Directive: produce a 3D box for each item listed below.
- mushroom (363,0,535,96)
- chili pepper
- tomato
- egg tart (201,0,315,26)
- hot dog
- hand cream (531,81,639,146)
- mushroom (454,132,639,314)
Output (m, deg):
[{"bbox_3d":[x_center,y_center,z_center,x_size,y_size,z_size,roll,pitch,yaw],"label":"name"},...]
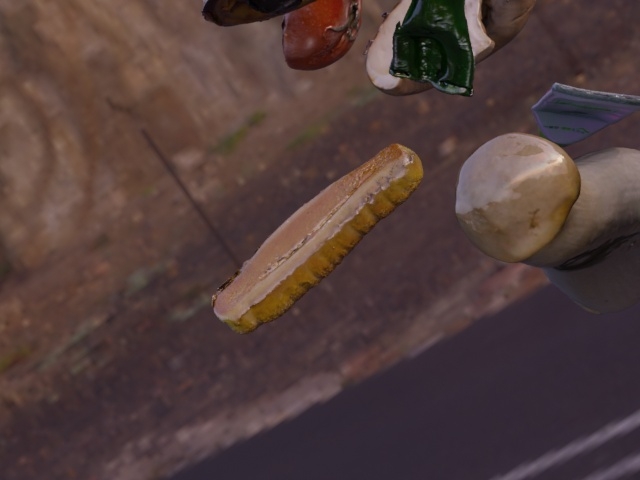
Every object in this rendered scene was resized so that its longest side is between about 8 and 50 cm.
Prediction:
[{"bbox_3d":[0.209,-0.304,2.445,0.285,0.156,0.151,-32,-25,21],"label":"mushroom"},{"bbox_3d":[0.143,-0.247,1.963,0.216,0.108,0.062,96,-167,-53],"label":"chili pepper"},{"bbox_3d":[0.013,-0.345,2.333,0.095,0.237,0.237,10,16,6],"label":"tomato"},{"bbox_3d":[-0.063,-0.361,2.036,0.215,0.171,0.215,-19,-10,-4],"label":"egg tart"},{"bbox_3d":[0.001,0.001,1.874,0.289,0.068,0.083,-40,42,-1],"label":"hot dog"},{"bbox_3d":[0.246,-0.123,1.564,0.079,0.050,0.275,-18,-1,1],"label":"hand cream"},{"bbox_3d":[0.226,-0.012,1.449,0.122,0.159,0.328,19,6,33],"label":"mushroom"}]
